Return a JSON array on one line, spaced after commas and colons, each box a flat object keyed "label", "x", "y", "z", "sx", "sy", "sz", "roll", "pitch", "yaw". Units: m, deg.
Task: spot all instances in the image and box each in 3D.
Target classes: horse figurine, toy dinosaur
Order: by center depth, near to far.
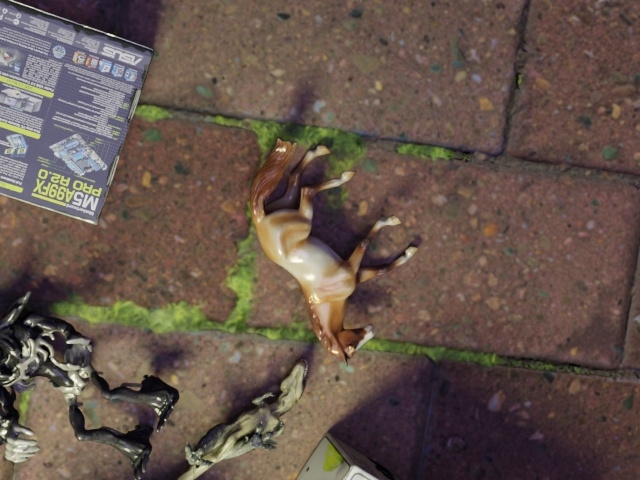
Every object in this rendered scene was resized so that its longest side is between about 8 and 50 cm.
[{"label": "toy dinosaur", "x": -0.110, "y": 0.239, "z": 1.660, "sx": 0.268, "sy": 0.118, "sz": 0.064, "roll": -33, "pitch": 91, "yaw": -6}, {"label": "horse figurine", "x": 0.000, "y": 0.000, "z": 1.684, "sx": 0.174, "sy": 0.066, "sz": 0.263, "roll": -44, "pitch": 104, "yaw": -10}]

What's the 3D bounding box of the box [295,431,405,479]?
[{"label": "box", "x": 0.116, "y": 0.357, "z": 1.689, "sx": 0.290, "sy": 0.169, "sz": 0.087, "roll": 33, "pitch": 89, "yaw": -11}]

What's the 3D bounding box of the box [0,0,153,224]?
[{"label": "box", "x": -0.351, "y": -0.161, "z": 1.604, "sx": 0.270, "sy": 0.060, "sz": 0.216, "roll": 18, "pitch": 93, "yaw": -11}]

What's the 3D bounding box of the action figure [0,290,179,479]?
[{"label": "action figure", "x": -0.305, "y": 0.166, "z": 1.607, "sx": 0.276, "sy": 0.141, "sz": 0.164, "roll": 26, "pitch": 102, "yaw": -13}]
